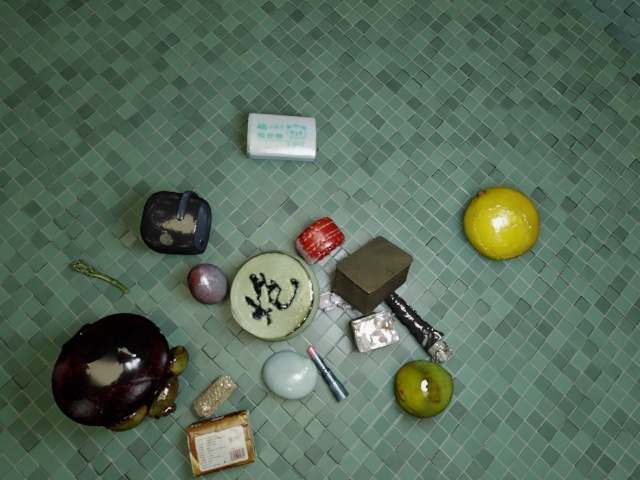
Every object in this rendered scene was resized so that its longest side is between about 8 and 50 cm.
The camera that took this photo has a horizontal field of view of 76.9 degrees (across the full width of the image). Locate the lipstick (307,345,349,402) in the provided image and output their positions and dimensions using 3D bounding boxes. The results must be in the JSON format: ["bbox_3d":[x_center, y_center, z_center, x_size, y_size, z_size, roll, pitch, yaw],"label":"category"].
[{"bbox_3d":[0.024,0.515,1.573,0.053,0.053,0.234,-33,81,-9],"label":"lipstick"}]

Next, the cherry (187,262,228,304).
[{"bbox_3d":[-0.440,0.169,1.557,0.140,0.176,0.176,-34,82,10],"label":"cherry"}]

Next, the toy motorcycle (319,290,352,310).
[{"bbox_3d":[0.107,0.217,1.606,0.254,0.112,0.113,-17,80,-5],"label":"toy motorcycle"}]

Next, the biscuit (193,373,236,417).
[{"bbox_3d":[-0.399,0.590,1.528,0.168,0.070,0.082,-43,75,-8],"label":"biscuit"}]

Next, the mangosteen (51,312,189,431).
[{"bbox_3d":[-0.675,0.445,1.395,0.421,0.381,0.381,20,78,-13],"label":"mangosteen"}]

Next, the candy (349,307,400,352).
[{"bbox_3d":[0.209,0.345,1.546,0.184,0.195,0.137,-19,78,-3],"label":"candy"}]

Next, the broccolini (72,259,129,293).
[{"bbox_3d":[-0.870,0.149,1.604,0.239,0.051,0.054,30,73,-4],"label":"broccolini"}]

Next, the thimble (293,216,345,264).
[{"bbox_3d":[-0.005,0.003,1.614,0.189,0.163,0.125,-37,81,-9],"label":"thimble"}]

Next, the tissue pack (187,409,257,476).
[{"bbox_3d":[-0.363,0.745,1.486,0.226,0.092,0.184,-12,80,-4],"label":"tissue pack"}]

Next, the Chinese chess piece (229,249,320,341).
[{"bbox_3d":[-0.175,0.210,1.546,0.349,0.146,0.350,-1,80,7],"label":"Chinese chess piece"}]

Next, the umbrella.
[{"bbox_3d":[0.385,0.327,1.599,0.106,0.113,0.358,-39,81,-11],"label":"umbrella"}]

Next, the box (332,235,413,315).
[{"bbox_3d":[0.200,0.129,1.538,0.273,0.143,0.184,-32,54,-33],"label":"box"}]

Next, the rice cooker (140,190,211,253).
[{"bbox_3d":[-0.555,-0.068,1.559,0.224,0.267,0.268,7,79,1],"label":"rice cooker"}]

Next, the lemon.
[{"bbox_3d":[0.715,-0.066,1.605,0.296,0.297,0.297,1,79,-3],"label":"lemon"}]

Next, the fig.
[{"bbox_3d":[0.400,0.554,1.510,0.229,0.207,0.207,0,79,-2],"label":"fig"}]

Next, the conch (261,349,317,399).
[{"bbox_3d":[-0.120,0.510,1.545,0.220,0.121,0.185,1,49,2],"label":"conch"}]

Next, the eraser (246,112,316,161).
[{"bbox_3d":[-0.166,-0.435,1.708,0.289,0.104,0.189,1,77,-10],"label":"eraser"}]
